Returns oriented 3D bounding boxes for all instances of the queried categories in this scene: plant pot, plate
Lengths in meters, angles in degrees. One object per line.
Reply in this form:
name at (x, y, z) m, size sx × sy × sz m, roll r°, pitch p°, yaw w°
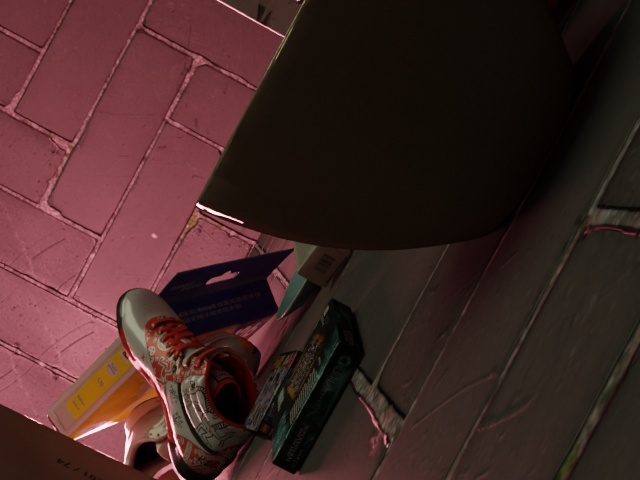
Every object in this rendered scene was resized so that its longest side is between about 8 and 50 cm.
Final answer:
plant pot at (0.062, -0.104, 0.965) m, size 0.284 × 0.191 × 0.284 m, roll -61°, pitch 5°, yaw 9°
plate at (-0.004, 0.026, 1.797) m, size 0.188 × 0.024 × 0.188 m, roll -61°, pitch 5°, yaw 9°

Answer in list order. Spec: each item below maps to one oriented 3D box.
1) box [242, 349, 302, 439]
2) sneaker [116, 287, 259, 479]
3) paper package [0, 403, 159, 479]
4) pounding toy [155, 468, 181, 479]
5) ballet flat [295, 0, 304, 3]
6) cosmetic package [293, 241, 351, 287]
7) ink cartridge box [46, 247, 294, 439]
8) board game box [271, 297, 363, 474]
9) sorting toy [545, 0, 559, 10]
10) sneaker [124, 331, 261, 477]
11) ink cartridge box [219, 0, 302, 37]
box at (-0.044, 0.163, 1.464) m, size 0.094 × 0.027 × 0.137 m, roll -62°, pitch 5°, yaw -11°
sneaker at (-0.155, 0.144, 1.680) m, size 0.145 × 0.090 × 0.270 m, roll -50°, pitch 55°, yaw 44°
paper package at (-0.314, 0.334, 1.571) m, size 0.168 × 0.325 × 0.309 m, roll -62°, pitch 7°, yaw 3°
pounding toy at (-0.250, 0.405, 1.874) m, size 0.206 × 0.094 × 0.181 m, roll -38°, pitch -5°, yaw -24°
ballet flat at (0.082, -0.264, 1.080) m, size 0.280 × 0.096 × 0.095 m, roll -48°, pitch -1°, yaw 34°
cosmetic package at (0.000, 0.000, 1.658) m, size 0.060 × 0.041 × 0.115 m, roll -53°, pitch 20°, yaw 22°
ink cartridge box at (-0.193, 0.143, 1.963) m, size 0.307 × 0.072 × 0.303 m, roll -42°, pitch -14°, yaw 27°
board game box at (-0.006, 0.130, 1.288) m, size 0.126 × 0.026 × 0.186 m, roll -61°, pitch 6°, yaw 8°
sorting toy at (0.151, -0.219, 1.241) m, size 0.255 × 0.089 × 0.257 m, roll -59°, pitch 7°, yaw 25°
sneaker at (-0.173, 0.235, 1.875) m, size 0.262 × 0.099 × 0.121 m, roll -47°, pitch 20°, yaw 27°
ink cartridge box at (-0.002, -0.256, 1.218) m, size 0.158 × 0.218 × 0.092 m, roll -60°, pitch 6°, yaw 18°
